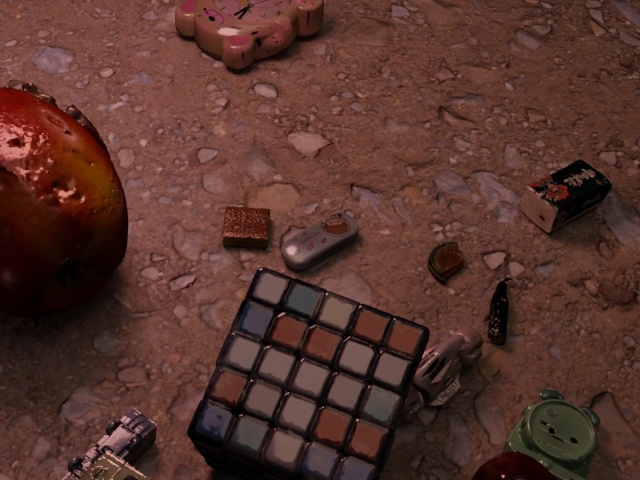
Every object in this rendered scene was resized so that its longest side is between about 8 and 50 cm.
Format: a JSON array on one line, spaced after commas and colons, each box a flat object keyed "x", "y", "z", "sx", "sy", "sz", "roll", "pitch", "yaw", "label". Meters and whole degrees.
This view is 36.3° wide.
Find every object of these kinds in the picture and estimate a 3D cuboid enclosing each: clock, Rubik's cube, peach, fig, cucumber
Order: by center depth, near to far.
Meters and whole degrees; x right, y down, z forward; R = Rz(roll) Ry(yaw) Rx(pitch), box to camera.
[{"x": -0.015, "y": 0.252, "z": 1.547, "sx": 0.293, "sy": 0.287, "sz": 0.291, "roll": 21, "pitch": 71, "yaw": 7, "label": "Rubik's cube"}, {"x": 0.335, "y": 0.445, "z": 1.574, "sx": 0.207, "sy": 0.175, "sz": 0.175, "roll": 27, "pitch": 50, "yaw": -3, "label": "fig"}, {"x": 0.414, "y": 0.345, "z": 1.721, "sx": 0.148, "sy": 0.060, "sz": 0.188, "roll": 24, "pitch": 50, "yaw": 13, "label": "clock"}, {"x": -0.534, "y": -0.084, "z": 1.749, "sx": 0.339, "sy": 0.353, "sz": 0.416, "roll": -35, "pitch": 67, "yaw": -3, "label": "peach"}, {"x": 0.352, "y": 0.130, "z": 1.911, "sx": 0.043, "sy": 0.039, "sz": 0.163, "roll": 24, "pitch": 50, "yaw": -14, "label": "cucumber"}, {"x": -0.176, "y": -0.555, "z": 2.380, "sx": 0.284, "sy": 0.114, "sz": 0.309, "roll": 38, "pitch": 56, "yaw": 21, "label": "clock"}]

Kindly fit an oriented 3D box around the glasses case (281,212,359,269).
[{"x": 0.000, "y": 0.000, "z": 1.970, "sx": 0.178, "sy": 0.045, "sz": 0.067, "roll": -30, "pitch": 60, "yaw": -29, "label": "glasses case"}]

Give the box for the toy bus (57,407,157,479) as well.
[{"x": -0.350, "y": 0.360, "z": 1.599, "sx": 0.064, "sy": 0.075, "sz": 0.190, "roll": 32, "pitch": 52, "yaw": 17, "label": "toy bus"}]

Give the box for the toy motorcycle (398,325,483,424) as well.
[{"x": 0.202, "y": 0.232, "z": 1.758, "sx": 0.112, "sy": 0.112, "sz": 0.254, "roll": 40, "pitch": 57, "yaw": 24, "label": "toy motorcycle"}]

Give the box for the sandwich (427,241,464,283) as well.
[{"x": 0.254, "y": 0.039, "z": 1.983, "sx": 0.069, "sy": 0.026, "sz": 0.101, "roll": 35, "pitch": 54, "yaw": 22, "label": "sandwich"}]

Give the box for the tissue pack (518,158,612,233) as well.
[{"x": 0.524, "y": -0.097, "z": 2.091, "sx": 0.170, "sy": 0.090, "sz": 0.103, "roll": -26, "pitch": 55, "yaw": -27, "label": "tissue pack"}]

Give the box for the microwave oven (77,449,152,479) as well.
[{"x": -0.275, "y": 0.439, "z": 1.481, "sx": 0.205, "sy": 0.163, "sz": 0.129, "roll": 28, "pitch": 51, "yaw": 18, "label": "microwave oven"}]

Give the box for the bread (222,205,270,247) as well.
[{"x": -0.149, "y": -0.028, "z": 1.982, "sx": 0.095, "sy": 0.035, "sz": 0.090, "roll": 3, "pitch": 49, "yaw": -4, "label": "bread"}]
